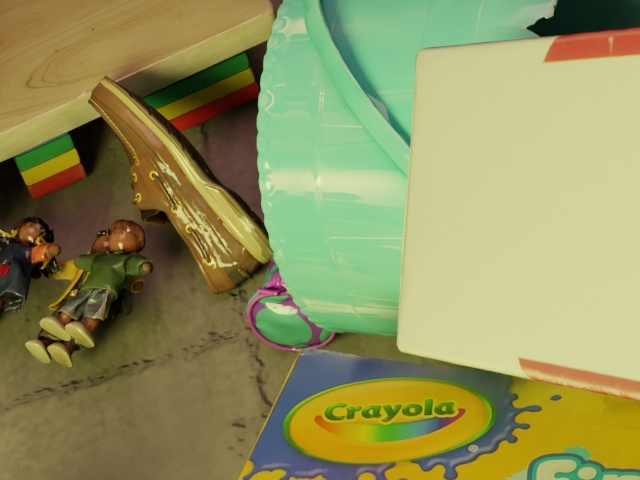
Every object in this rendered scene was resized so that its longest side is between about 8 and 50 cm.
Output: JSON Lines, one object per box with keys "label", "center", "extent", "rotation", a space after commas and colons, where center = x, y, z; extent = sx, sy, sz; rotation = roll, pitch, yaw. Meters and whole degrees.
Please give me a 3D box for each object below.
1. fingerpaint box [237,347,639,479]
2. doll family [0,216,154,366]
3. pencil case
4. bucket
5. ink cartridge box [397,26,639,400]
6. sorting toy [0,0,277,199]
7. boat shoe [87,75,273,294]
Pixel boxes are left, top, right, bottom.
{"label": "fingerpaint box", "center": [0.150, 0.248, 0.855], "extent": [0.444, 0.163, 0.371], "rotation": [4, 41, 20]}
{"label": "doll family", "center": [-0.187, 0.025, 1.258], "extent": [0.193, 0.076, 0.111], "rotation": [9, 55, 28]}
{"label": "pencil case", "center": [0.000, 0.000, 1.225], "extent": [0.064, 0.070, 0.152], "rotation": [0, 48, 23]}
{"label": "bucket", "center": [0.092, -0.062, 1.125], "extent": [0.183, 0.281, 0.281], "rotation": [0, 47, 23]}
{"label": "ink cartridge box", "center": [0.270, -0.002, 0.886], "extent": [0.384, 0.160, 0.279], "rotation": [4, 0, -25]}
{"label": "sorting toy", "center": [-0.186, -0.158, 1.420], "extent": [0.257, 0.089, 0.255], "rotation": [-26, 45, -7]}
{"label": "boat shoe", "center": [-0.105, -0.039, 1.265], "extent": [0.060, 0.064, 0.178], "rotation": [-43, 78, 4]}
